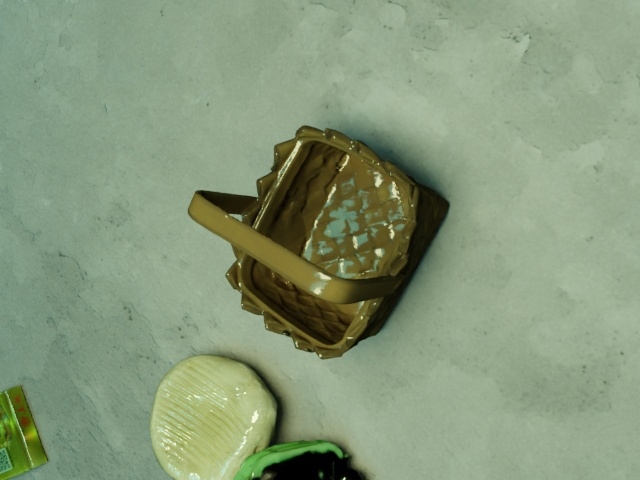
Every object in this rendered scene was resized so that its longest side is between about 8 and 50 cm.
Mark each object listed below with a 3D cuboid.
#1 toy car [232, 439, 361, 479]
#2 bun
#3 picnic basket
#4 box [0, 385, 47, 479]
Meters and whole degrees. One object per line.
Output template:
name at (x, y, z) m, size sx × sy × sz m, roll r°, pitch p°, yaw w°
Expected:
toy car at (-0.055, 0.493, 1.106) m, size 0.176 × 0.213 × 0.359 m, roll -2°, pitch 91°, yaw 58°
bun at (-0.173, 0.304, 1.179) m, size 0.231 × 0.133 × 0.231 m, roll -6°, pitch 70°, yaw 17°
picnic basket at (0.000, 0.000, 0.971) m, size 0.254 × 0.321 × 0.291 m, roll 32°, pitch 105°, yaw 25°
box at (-0.726, 0.444, 1.527) m, size 0.311 × 0.043 × 0.173 m, roll -27°, pitch 82°, yaw 27°
